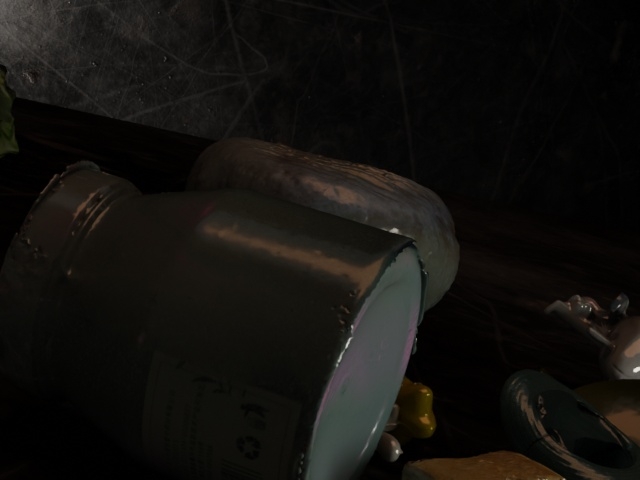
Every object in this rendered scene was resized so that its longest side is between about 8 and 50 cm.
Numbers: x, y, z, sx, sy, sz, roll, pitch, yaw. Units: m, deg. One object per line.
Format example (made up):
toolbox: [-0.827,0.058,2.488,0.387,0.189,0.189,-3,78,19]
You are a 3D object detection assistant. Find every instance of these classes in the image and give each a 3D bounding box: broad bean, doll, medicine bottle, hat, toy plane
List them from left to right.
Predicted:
medicine bottle: [-0.091,0.070,1.437,0.290,0.245,0.245,20,9,16]
doll: [0.043,0.169,1.724,0.135,0.071,0.113,14,24,30]
hat: [0.247,0.213,1.764,0.138,0.078,0.191,-3,38,-43]
toy plane: [0.393,0.156,2.226,0.267,0.123,0.267,35,12,-9]
broad bean: [0.374,0.210,1.910,0.263,0.121,0.189,-1,22,4]

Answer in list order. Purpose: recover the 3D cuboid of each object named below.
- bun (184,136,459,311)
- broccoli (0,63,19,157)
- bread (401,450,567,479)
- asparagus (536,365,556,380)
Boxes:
bun: [0.000,0.000,2.200,0.362,0.211,0.362,13,9,-2]
broccoli: [-0.513,-0.143,1.961,0.317,0.338,0.277,35,29,-26]
bread: [0.139,0.221,1.478,0.125,0.082,0.106,-1,5,-30]
asparagus: [0.304,0.195,2.110,0.027,0.034,0.236,21,7,-30]
